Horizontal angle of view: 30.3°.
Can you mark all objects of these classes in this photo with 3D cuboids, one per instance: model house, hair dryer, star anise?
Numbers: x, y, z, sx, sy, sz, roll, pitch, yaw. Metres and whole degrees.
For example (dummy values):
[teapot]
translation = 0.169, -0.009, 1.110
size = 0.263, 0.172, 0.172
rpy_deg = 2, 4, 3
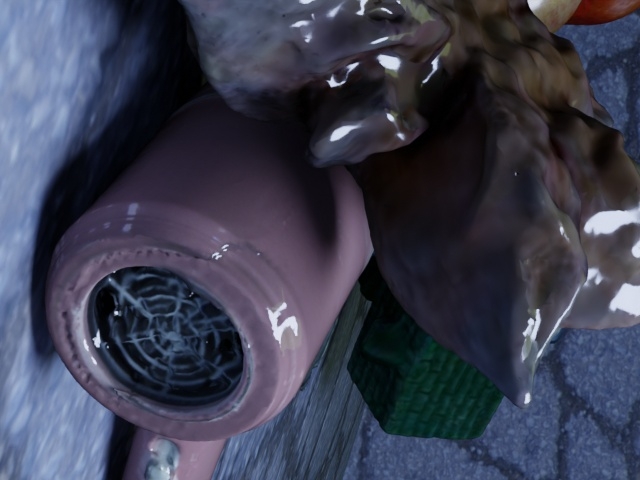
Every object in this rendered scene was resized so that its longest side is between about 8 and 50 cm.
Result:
[model house]
translation = 0.165, 0.041, 1.511
size = 0.342, 0.334, 0.382
rpy_deg = -47, 159, -50
[hair dryer]
translation = -0.068, 0.080, 0.645
size = 0.210, 0.125, 0.352
rpy_deg = -60, 171, -55
[star anise]
translation = 0.042, -0.074, 0.523
size = 0.108, 0.315, 0.315
rpy_deg = -34, -170, 25

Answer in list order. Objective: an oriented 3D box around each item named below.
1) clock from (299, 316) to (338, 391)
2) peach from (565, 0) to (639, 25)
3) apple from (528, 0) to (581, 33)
[clock]
translation = 0.000, 0.000, 1.100
size = 0.280, 0.055, 0.281
rpy_deg = 17, 90, -82
[peach]
translation = 0.215, -0.338, 1.069
size = 0.332, 0.308, 0.308
rpy_deg = 101, 9, -67
[apple]
translation = 0.101, -0.222, 0.849
size = 0.174, 0.188, 0.188
rpy_deg = 28, -77, 66
